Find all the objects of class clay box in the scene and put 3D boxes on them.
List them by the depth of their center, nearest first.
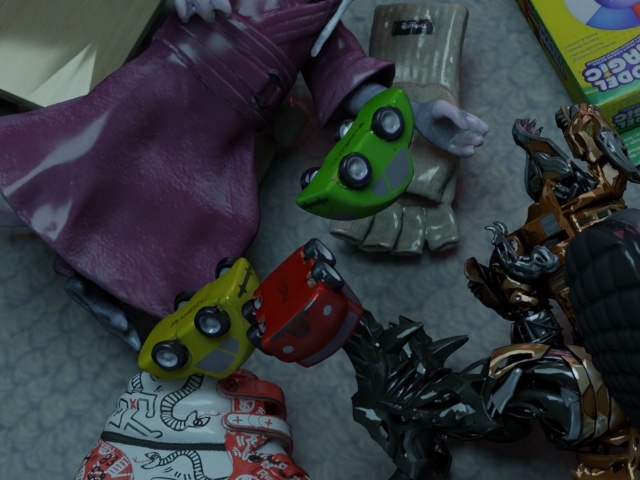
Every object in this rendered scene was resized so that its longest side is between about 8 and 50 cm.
[{"bbox_3d":[0.227,-0.163,1.414,0.127,0.053,0.222,-23,54,-2],"label":"clay box"}]

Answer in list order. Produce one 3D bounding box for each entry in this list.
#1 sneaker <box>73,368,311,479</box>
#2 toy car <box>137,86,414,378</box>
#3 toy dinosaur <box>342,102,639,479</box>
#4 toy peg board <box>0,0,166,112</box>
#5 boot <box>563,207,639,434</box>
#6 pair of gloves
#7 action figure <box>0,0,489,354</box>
[{"bbox_3d":[-0.029,0.161,1.235,0.270,0.090,0.145,11,62,23],"label":"sneaker"},{"bbox_3d":[0.000,0.000,1.201,0.225,0.053,0.239,-54,18,-22],"label":"toy car"},{"bbox_3d":[0.137,0.081,1.194,0.218,0.164,0.322,-8,59,16],"label":"toy dinosaur"},{"bbox_3d":[-0.217,-0.164,1.518,0.160,0.079,0.161,23,64,8],"label":"toy peg board"},{"bbox_3d":[0.305,0.071,1.125,0.223,0.338,0.118,-40,16,-13],"label":"boot"},{"bbox_3d":[-0.007,-0.074,1.415,0.240,0.042,0.204,-6,61,17],"label":"pair of gloves"},{"bbox_3d":[-0.069,-0.108,1.353,0.370,0.248,0.276,-52,31,-9],"label":"action figure"}]
